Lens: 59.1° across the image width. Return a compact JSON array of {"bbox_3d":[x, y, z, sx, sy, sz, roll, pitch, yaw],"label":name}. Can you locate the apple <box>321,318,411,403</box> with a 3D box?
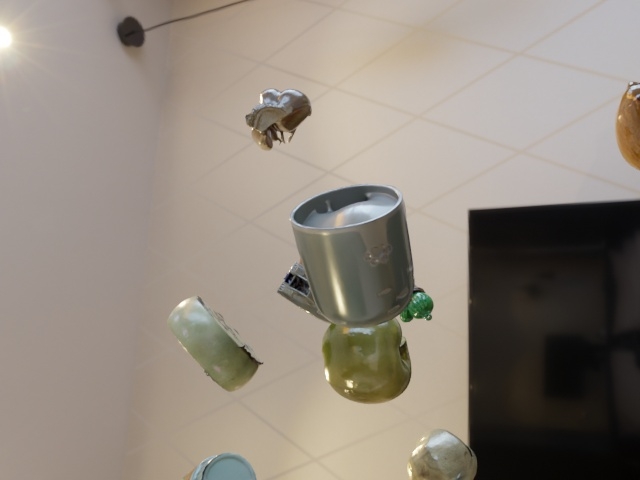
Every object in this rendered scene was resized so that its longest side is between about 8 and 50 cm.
[{"bbox_3d":[0.139,0.352,1.717,0.292,0.254,0.292,-15,-90,-76],"label":"apple"}]

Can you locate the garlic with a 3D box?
[{"bbox_3d":[-0.152,-0.444,2.088,0.292,0.210,0.238,-17,-59,-76],"label":"garlic"}]

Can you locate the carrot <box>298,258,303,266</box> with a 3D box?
[{"bbox_3d":[0.000,0.000,2.390,0.196,0.195,0.254,-47,-36,-55],"label":"carrot"}]

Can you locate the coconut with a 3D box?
[{"bbox_3d":[0.384,0.699,1.767,0.224,0.224,0.224,11,-103,-62],"label":"coconut"}]

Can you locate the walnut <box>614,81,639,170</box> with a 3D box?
[{"bbox_3d":[0.934,-0.330,1.591,0.203,0.203,0.298,22,-131,-61],"label":"walnut"}]

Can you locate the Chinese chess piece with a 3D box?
[{"bbox_3d":[-0.353,0.341,1.891,0.146,0.349,0.349,-43,-44,-9],"label":"Chinese chess piece"}]

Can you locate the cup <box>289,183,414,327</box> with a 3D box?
[{"bbox_3d":[0.113,0.019,1.352,0.356,0.259,0.275,-37,-57,-44],"label":"cup"}]

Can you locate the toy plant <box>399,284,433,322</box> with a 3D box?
[{"bbox_3d":[0.343,0.238,2.097,0.105,0.143,0.200,35,-161,-38],"label":"toy plant"}]

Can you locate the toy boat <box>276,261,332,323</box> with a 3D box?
[{"bbox_3d":[0.004,0.195,1.887,0.129,0.295,0.088,-57,-7,-10],"label":"toy boat"}]

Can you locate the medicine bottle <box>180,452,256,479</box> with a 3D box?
[{"bbox_3d":[-0.279,0.642,1.412,0.158,0.318,0.158,17,-129,-21],"label":"medicine bottle"}]
